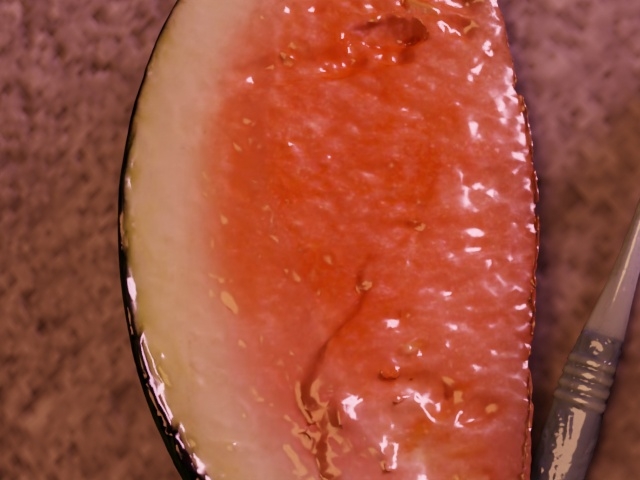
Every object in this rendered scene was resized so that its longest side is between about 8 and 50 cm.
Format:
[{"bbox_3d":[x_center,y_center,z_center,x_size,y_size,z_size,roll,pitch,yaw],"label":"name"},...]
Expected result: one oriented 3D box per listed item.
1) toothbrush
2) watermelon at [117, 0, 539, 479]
[{"bbox_3d":[0.068,0.046,0.385,0.016,0.019,0.219,19,90,22],"label":"toothbrush"},{"bbox_3d":[0.003,0.002,0.408,0.119,0.063,0.245,-8,71,8],"label":"watermelon"}]
